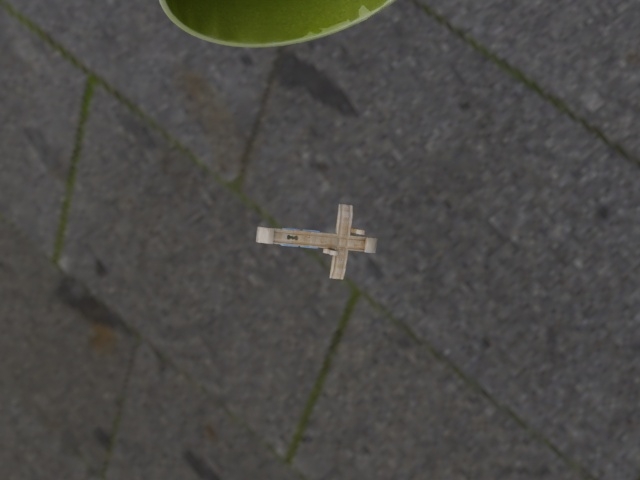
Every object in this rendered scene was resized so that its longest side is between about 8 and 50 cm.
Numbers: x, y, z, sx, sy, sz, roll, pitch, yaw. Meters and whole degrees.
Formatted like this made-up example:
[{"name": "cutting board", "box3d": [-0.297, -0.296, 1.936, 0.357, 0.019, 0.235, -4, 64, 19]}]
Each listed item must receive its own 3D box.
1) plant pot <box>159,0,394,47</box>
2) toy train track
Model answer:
[{"name": "plant pot", "box3d": [-0.054, -0.387, 1.602, 0.275, 0.274, 0.293, -48, 50, 51]}, {"name": "toy train track", "box3d": [0.000, 0.000, 1.025, 0.014, 0.083, 0.048, 14, 98, 63]}]
